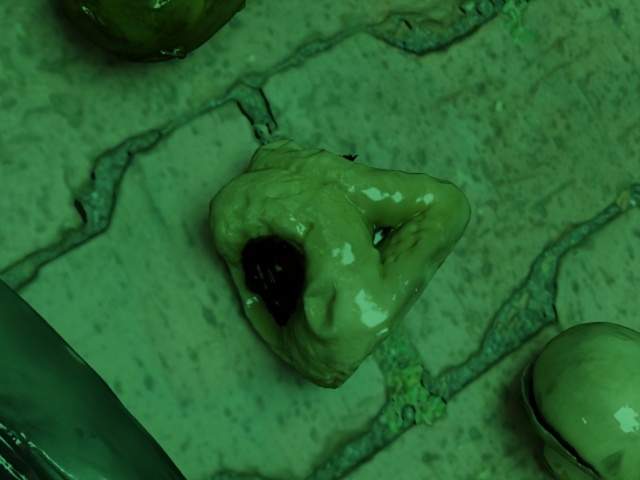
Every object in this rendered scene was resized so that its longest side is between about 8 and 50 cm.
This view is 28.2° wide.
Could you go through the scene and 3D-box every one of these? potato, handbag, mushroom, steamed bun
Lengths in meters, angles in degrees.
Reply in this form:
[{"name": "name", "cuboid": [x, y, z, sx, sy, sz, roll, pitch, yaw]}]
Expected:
[{"name": "potato", "cuboid": [-0.115, -0.197, 0.888, 0.137, 0.137, 0.176, 54, 39, -6]}, {"name": "handbag", "cuboid": [-0.150, 0.125, 0.752, 0.075, 0.191, 0.332, -43, 98, 2]}, {"name": "mushroom", "cuboid": [0.226, 0.138, 0.988, 0.154, 0.122, 0.154, 28, 27, -16]}, {"name": "steamed bun", "cuboid": [0.000, 0.000, 0.899, 0.155, 0.141, 0.172, 39, 59, 1]}]
